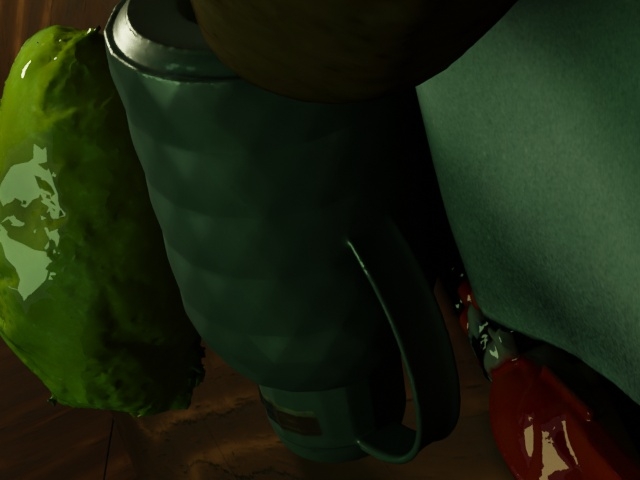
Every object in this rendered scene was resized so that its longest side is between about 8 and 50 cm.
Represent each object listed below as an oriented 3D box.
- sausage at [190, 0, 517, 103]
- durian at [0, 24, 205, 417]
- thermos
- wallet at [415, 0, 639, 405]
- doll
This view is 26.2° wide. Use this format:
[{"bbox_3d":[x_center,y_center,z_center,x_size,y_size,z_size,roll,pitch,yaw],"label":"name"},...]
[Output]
[{"bbox_3d":[0.048,-0.145,0.273,0.123,0.136,0.501,48,154,3],"label":"sausage"},{"bbox_3d":[-0.201,-0.020,1.203,0.339,0.204,0.256,91,163,-52],"label":"durian"},{"bbox_3d":[0.000,0.000,0.709,0.182,0.145,0.286,35,147,46],"label":"thermos"},{"bbox_3d":[0.100,-0.063,0.453,0.290,0.054,0.251,31,138,64],"label":"wallet"},{"bbox_3d":[0.102,0.082,0.627,0.169,0.057,0.109,55,161,34],"label":"doll"}]
